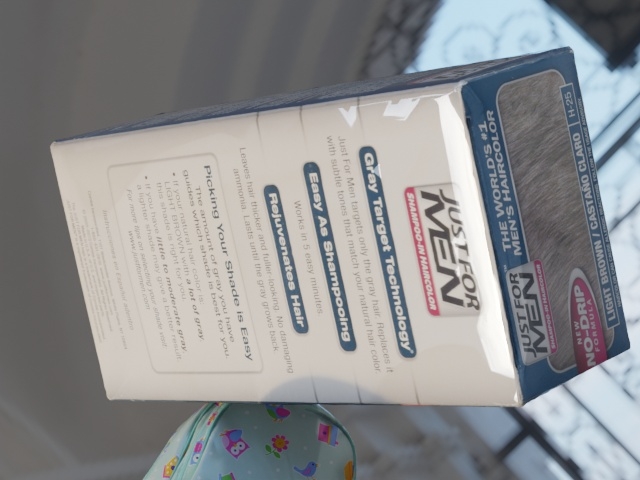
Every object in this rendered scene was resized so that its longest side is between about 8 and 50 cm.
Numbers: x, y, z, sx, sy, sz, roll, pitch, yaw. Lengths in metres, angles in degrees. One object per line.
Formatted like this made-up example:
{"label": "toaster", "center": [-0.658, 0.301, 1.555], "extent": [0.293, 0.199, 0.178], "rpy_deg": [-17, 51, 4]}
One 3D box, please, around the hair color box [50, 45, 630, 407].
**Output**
{"label": "hair color box", "center": [0.000, 0.000, 1.091], "extent": [0.347, 0.174, 0.105], "rpy_deg": [-4, 12, 46]}

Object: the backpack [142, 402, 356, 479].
{"label": "backpack", "center": [-0.051, 0.181, 1.164], "extent": [0.115, 0.152, 0.182], "rpy_deg": [-31, 32, 56]}
